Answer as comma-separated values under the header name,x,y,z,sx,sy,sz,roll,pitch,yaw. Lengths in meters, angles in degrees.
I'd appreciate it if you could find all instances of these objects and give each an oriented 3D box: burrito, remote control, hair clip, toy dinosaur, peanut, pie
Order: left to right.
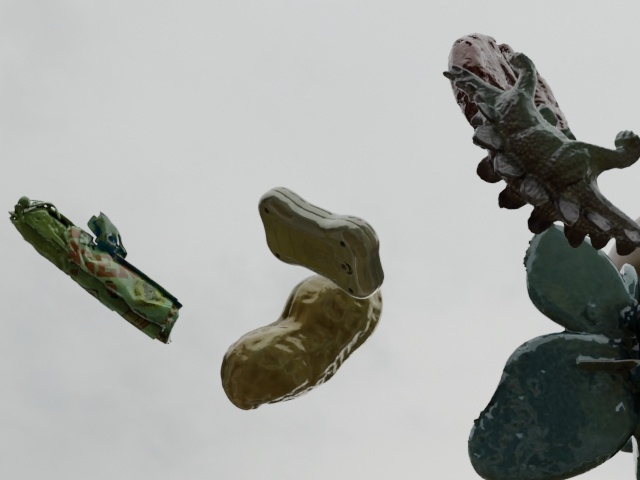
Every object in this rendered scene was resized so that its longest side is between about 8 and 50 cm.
name,x,y,z,sx,sy,sz,roll,pitch,yaw
burrito,-0.305,0.030,1.095,0.288,0.104,0.054,39,-39,-11
peanut,-0.023,0.147,1.179,0.147,0.305,0.147,36,-28,22
remote control,0.000,0.000,0.633,0.122,0.032,0.074,24,-40,36
pie,0.165,-0.118,0.661,0.154,0.154,0.036,42,-53,-15
toy dinosaur,0.146,-0.038,0.451,0.209,0.082,0.039,42,-23,20
hair clip,0.390,0.143,0.848,0.392,0.318,0.238,-13,-38,28

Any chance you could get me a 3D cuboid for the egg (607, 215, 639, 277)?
name,x,y,z,sx,sy,sz,roll,pitch,yaw
egg,0.583,0.069,1.121,0.351,0.282,0.282,0,-51,-18
